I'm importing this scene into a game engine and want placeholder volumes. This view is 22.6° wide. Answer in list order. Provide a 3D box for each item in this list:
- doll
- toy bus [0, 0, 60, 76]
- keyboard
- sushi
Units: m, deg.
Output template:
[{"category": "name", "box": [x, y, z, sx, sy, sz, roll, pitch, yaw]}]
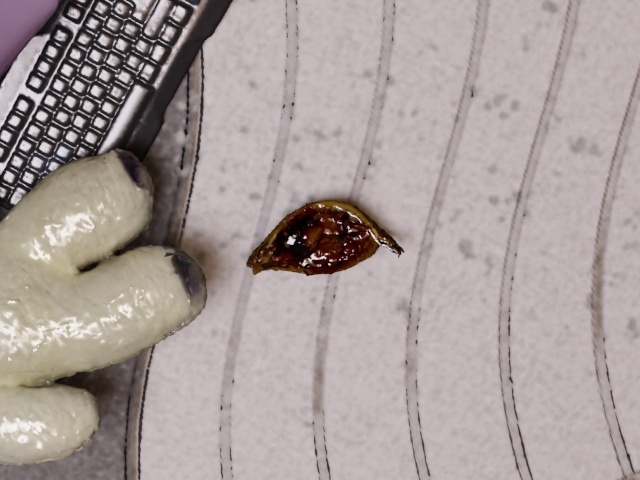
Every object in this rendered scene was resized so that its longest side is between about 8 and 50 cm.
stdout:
[{"category": "doll", "box": [-0.206, 0.061, 0.990, 0.278, 0.175, 0.149, -27, 139, 0]}, {"category": "toy bus", "box": [-0.251, -0.175, 0.894, 0.202, 0.142, 0.142, 29, 121, -32]}, {"category": "keyboard", "box": [-0.130, -0.127, 1.008, 0.106, 0.016, 0.262, 29, 97, -8]}, {"category": "sushi", "box": [0.000, 0.000, 1.023, 0.099, 0.047, 0.050, -15, 98, -2]}]
